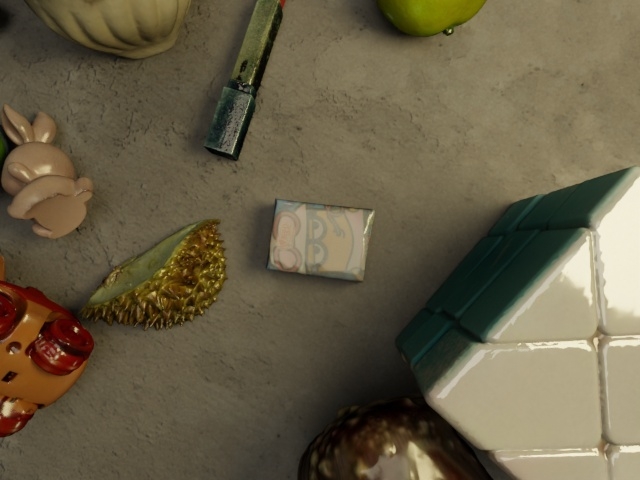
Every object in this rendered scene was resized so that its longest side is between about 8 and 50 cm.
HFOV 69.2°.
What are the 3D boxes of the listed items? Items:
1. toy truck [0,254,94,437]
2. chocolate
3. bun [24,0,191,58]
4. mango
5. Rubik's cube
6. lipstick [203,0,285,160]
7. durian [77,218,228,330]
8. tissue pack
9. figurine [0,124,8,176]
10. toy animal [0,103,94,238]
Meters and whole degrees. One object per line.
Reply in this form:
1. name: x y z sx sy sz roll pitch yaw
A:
1. toy truck: -0.498 0.134 0.709 0.189 0.239 0.265 -47 127 1
2. chocolate: 0.081 0.317 0.601 0.225 0.340 0.210 -11 65 -20
3. bun: -0.299 -0.370 0.716 0.264 0.175 0.263 -6 51 8
4. mango: 0.179 -0.442 0.693 0.186 0.149 0.272 16 84 5
5. Rubik's cube: 0.322 0.144 0.584 0.319 0.316 0.321 42 92 3
6. lipstick: -0.112 -0.286 0.753 0.051 0.051 0.311 18 87 4
7. durian: -0.252 0.067 0.738 0.252 0.144 0.139 -33 49 8
8. tissue pack: 0.000 0.000 0.729 0.155 0.065 0.115 8 87 4
9. figurine: -0.623 -0.147 0.736 0.264 0.143 0.162 10 99 14
10. toy animal: -0.449 -0.110 0.742 0.124 0.124 0.212 -35 66 2
